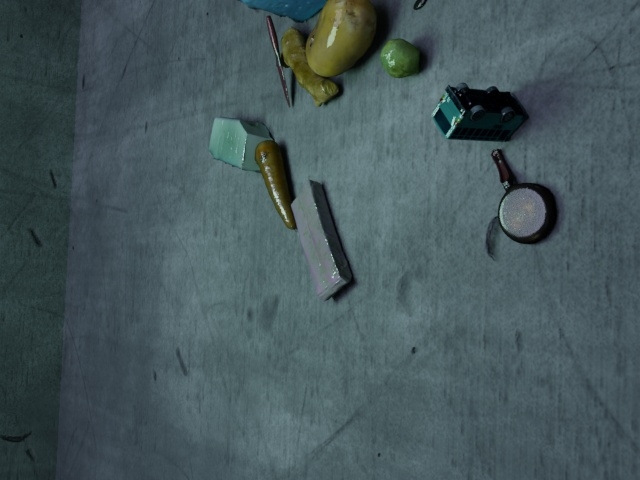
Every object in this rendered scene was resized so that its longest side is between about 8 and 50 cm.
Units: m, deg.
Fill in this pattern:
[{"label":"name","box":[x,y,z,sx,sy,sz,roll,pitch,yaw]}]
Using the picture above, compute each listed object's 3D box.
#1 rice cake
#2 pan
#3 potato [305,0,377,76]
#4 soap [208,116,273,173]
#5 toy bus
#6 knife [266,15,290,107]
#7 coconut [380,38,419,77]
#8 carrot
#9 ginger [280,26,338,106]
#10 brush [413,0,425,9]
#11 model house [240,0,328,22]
[{"label":"rice cake","box":[-0.001,0.000,1.830,0.106,0.050,0.298,-43,54,41]},{"label":"pan","box":[0.361,-0.091,1.369,0.115,0.040,0.212,-43,54,36]},{"label":"potato","box":[0.047,-0.484,1.745,0.150,0.146,0.234,-56,3,-37]},{"label":"soap","box":[-0.231,-0.278,2.132,0.230,0.091,0.145,19,101,53]},{"label":"toy bus","box":[0.297,-0.234,1.375,0.092,0.160,0.079,-60,44,43]},{"label":"knife","box":[-0.114,-0.481,1.982,0.035,0.018,0.247,-160,56,-69]},{"label":"coconut","box":[0.178,-0.396,1.609,0.088,0.096,0.088,-51,10,13]},{"label":"carrot","box":[-0.109,-0.137,1.978,0.078,0.078,0.298,-41,61,43]},{"label":"ginger","box":[-0.038,-0.448,1.911,0.299,0.065,0.118,-122,31,-41]},{"label":"brush","box":[0.231,-0.534,1.611,0.083,0.008,0.024,-32,59,47]},{"label":"model house","box":[-0.056,-0.700,1.820,0.303,0.237,0.216,-5,82,52]}]
